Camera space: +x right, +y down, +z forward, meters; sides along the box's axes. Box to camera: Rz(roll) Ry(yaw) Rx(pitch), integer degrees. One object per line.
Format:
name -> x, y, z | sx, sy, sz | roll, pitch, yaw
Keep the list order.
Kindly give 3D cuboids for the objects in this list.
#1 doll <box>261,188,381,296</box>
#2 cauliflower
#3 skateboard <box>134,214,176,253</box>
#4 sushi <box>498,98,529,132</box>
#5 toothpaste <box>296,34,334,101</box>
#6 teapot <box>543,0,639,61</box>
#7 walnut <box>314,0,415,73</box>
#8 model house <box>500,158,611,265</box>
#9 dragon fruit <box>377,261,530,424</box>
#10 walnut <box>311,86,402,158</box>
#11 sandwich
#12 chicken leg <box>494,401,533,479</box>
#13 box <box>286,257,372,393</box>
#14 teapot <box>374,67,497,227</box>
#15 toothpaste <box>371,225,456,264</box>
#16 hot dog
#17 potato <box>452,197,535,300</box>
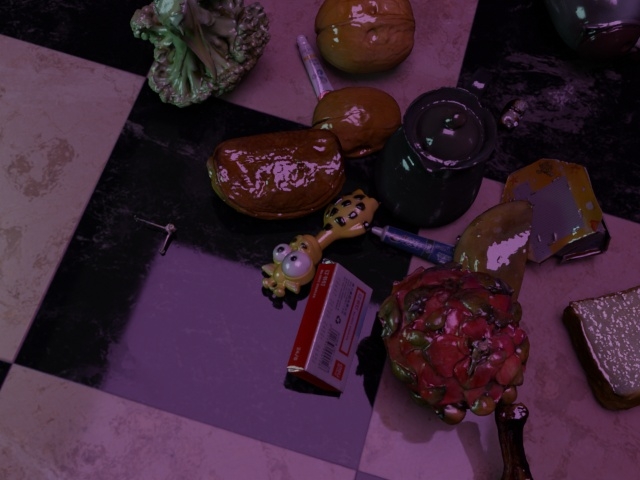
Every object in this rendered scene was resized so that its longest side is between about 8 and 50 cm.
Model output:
doll -> 0.000, -0.001, 1.407 | 0.291, 0.086, 0.117 | -41, 47, -18
cauliflower -> -0.265, -0.447, 1.467 | 0.260, 0.281, 0.326 | 17, 82, 36
skateboard -> -0.339, -0.016, 1.413 | 0.083, 0.032, 0.063 | 21, 78, 1
sushi -> 0.430, -0.285, 1.579 | 0.046, 0.044, 0.083 | 33, 67, 7
toothpaste -> -0.010, -0.378, 1.585 | 0.048, 0.031, 0.190 | -19, 75, -15
teapot -> 0.663, -0.555, 1.636 | 0.315, 0.233, 0.312 | 2, 72, -35
walnut -> 0.100, -0.462, 1.549 | 0.226, 0.193, 0.193 | 2, 68, -7
model house -> 0.504, -0.059, 1.467 | 0.136, 0.207, 0.219 | 15, 51, -38
dragon fruit -> 0.239, 0.190, 1.241 | 0.250, 0.269, 0.291 | -16, 29, -8
walnut -> 0.083, -0.271, 1.516 | 0.211, 0.087, 0.167 | -15, 73, -11
sandwich -> 0.628, 0.196, 1.383 | 0.251, 0.087, 0.226 | -16, 69, -8
chicken leg -> 0.317, 0.482, 1.218 | 0.158, 0.096, 0.406 | 17, 82, -23
box -> 0.022, 0.159, 1.329 | 0.050, 0.123, 0.229 | -3, 60, 41
teapot -> 0.266, -0.191, 1.397 | 0.305, 0.285, 0.223 | -28, 74, -14
toothpaste -> 0.198, 0.009, 1.448 | 0.197, 0.035, 0.057 | 19, 78, 0
hot dog -> -0.089, -0.141, 1.436 | 0.272, 0.122, 0.196 | -11, 68, -5
potato -> 0.339, 0.017, 1.398 | 0.138, 0.098, 0.243 | 9, 81, 2
